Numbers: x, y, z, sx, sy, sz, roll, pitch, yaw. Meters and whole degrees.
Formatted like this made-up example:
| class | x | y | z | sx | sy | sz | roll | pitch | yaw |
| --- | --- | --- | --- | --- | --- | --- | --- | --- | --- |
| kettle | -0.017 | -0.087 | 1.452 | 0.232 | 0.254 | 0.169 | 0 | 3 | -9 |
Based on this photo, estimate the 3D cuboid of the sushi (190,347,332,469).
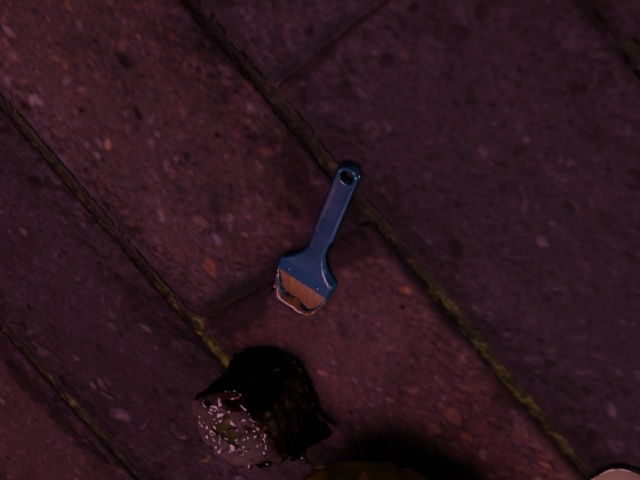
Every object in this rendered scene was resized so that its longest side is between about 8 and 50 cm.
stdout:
| class | x | y | z | sx | sy | sz | roll | pitch | yaw |
| --- | --- | --- | --- | --- | --- | --- | --- | --- | --- |
| sushi | -0.056 | 0.155 | 0.998 | 0.094 | 0.084 | 0.098 | -12 | 112 | 41 |

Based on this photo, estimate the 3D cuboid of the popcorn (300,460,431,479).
| class | x | y | z | sx | sy | sz | roll | pitch | yaw |
| --- | --- | --- | --- | --- | --- | --- | --- | --- | --- |
| popcorn | 0.054 | 0.316 | 0.955 | 0.259 | 0.212 | 0.259 | -7 | 76 | 29 |

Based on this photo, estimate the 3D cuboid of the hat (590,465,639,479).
| class | x | y | z | sx | sy | sz | roll | pitch | yaw |
| --- | --- | --- | --- | --- | --- | --- | --- | --- | --- |
| hat | 0.232 | 0.251 | 0.900 | 0.122 | 0.081 | 0.166 | 52 | 133 | 48 |

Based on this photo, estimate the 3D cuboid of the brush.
| class | x | y | z | sx | sy | sz | roll | pitch | yaw |
| --- | --- | --- | --- | --- | --- | --- | --- | --- | --- |
| brush | 0.000 | 0.000 | 0.896 | 0.051 | 0.014 | 0.164 | 30 | 132 | 9 |
